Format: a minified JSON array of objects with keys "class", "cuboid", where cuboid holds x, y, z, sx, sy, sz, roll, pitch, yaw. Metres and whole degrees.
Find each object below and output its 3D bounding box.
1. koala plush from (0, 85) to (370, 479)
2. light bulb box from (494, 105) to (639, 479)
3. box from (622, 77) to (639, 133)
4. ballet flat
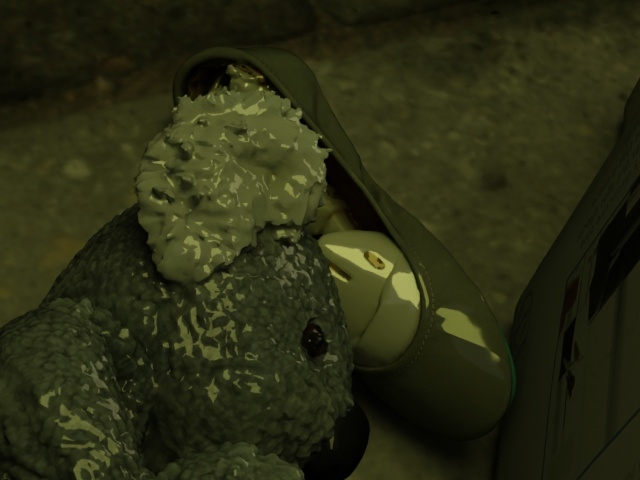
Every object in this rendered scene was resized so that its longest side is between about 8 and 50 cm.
[{"class":"koala plush","cuboid":[-0.066,0.062,0.696,0.203,0.196,0.221,23,54,14]},{"class":"light bulb box","cuboid":[0.249,0.153,0.695,0.358,0.225,0.361,16,52,-6]},{"class":"box","cuboid":[0.298,-0.005,0.893,0.311,0.121,0.148,15,50,-7]},{"class":"ballet flat","cuboid":[0.000,0.000,0.827,0.068,0.072,0.213,4,43,-47]}]
